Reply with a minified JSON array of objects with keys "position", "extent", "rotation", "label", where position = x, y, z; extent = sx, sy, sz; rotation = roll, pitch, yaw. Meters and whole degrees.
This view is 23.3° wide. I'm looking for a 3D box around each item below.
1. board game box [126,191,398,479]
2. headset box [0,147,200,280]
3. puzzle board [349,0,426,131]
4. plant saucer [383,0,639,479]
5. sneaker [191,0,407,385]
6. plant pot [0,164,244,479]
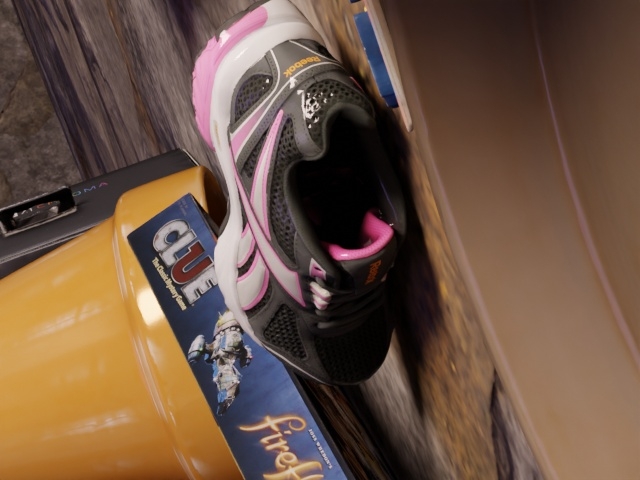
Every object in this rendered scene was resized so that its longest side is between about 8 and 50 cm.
[{"position":[-0.002,0.101,0.737],"extent":[0.165,0.042,0.243],"rotation":[54,-179,-40],"label":"board game box"},{"position":[-0.165,0.092,1.142],"extent":[0.131,0.246,0.283],"rotation":[-135,28,-68],"label":"headset box"},{"position":[0.007,-0.095,0.430],"extent":[0.096,0.011,0.128],"rotation":[-54,-54,-79],"label":"puzzle board"},{"position":[0.078,0.003,0.263],"extent":[0.278,0.041,0.278],"rotation":[160,90,-80],"label":"plant saucer"},{"position":[0.000,0.000,0.596],"extent":[0.077,0.072,0.178],"rotation":[44,161,43],"label":"sneaker"},{"position":[-0.130,0.078,0.967],"extent":[0.205,0.187,0.205],"rotation":[-17,-90,-87],"label":"plant pot"}]
